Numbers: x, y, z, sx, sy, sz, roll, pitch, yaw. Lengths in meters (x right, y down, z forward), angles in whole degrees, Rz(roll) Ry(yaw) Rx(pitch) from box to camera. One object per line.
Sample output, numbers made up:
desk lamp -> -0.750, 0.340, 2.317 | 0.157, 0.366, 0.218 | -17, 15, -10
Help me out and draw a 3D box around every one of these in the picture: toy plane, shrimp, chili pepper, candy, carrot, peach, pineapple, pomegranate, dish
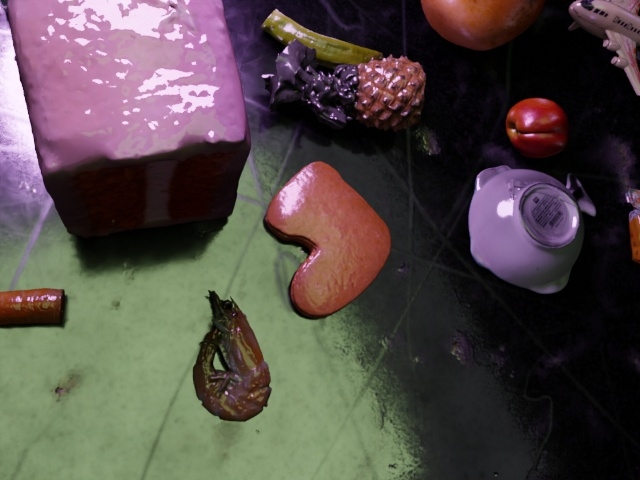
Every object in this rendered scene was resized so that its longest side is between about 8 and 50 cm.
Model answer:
toy plane -> 0.536, -0.366, 1.171 | 0.244, 0.092, 0.229 | 13, 75, -11
shrimp -> -0.125, 0.153, 0.893 | 0.099, 0.041, 0.180 | -16, 82, -4
chili pepper -> 0.005, -0.298, 1.035 | 0.201, 0.050, 0.052 | 19, 109, -12
candy -> 0.538, 0.003, 1.104 | 0.053, 0.046, 0.182 | 0, 71, -12
carrot -> -0.391, 0.085, 0.830 | 0.139, 0.048, 0.048 | -1, 77, -13
peach -> 0.352, -0.182, 1.074 | 0.100, 0.101, 0.101 | 4, 75, -14
pineapple -> 0.031, -0.225, 0.992 | 0.237, 0.111, 0.119 | 1, 57, -11
pomegranate -> 0.258, -0.407, 1.049 | 0.209, 0.209, 0.209 | 4, 75, -14
dish -> 0.347, -0.036, 1.043 | 0.246, 0.078, 0.224 | -28, 84, -20

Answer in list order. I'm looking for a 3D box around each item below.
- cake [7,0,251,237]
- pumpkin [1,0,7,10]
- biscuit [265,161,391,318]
cake -> -0.217, -0.150, 0.801 | 0.237, 0.309, 0.230 | -13, 78, -15
pumpkin -> -0.297, -0.409, 0.869 | 0.263, 0.197, 0.293 | -26, 71, -28
biscuit -> 0.000, 0.000, 0.962 | 0.186, 0.036, 0.192 | -43, 89, -19
